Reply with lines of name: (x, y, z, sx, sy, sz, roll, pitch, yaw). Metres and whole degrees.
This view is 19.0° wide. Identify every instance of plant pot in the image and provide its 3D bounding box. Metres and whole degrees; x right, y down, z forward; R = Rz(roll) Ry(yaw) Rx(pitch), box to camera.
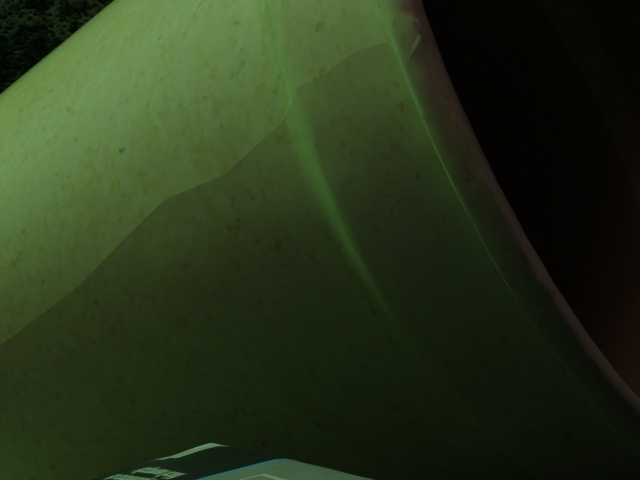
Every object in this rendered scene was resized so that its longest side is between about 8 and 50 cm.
plant pot: (0.000, 0.000, 0.786, 0.305, 0.333, 0.334, -26, -3, 29)

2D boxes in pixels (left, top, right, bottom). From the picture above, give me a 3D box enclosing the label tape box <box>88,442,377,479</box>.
label tape box: (-0.130, 0.138, 0.370, 0.334, 0.105, 0.241, -15, 2, -19)
